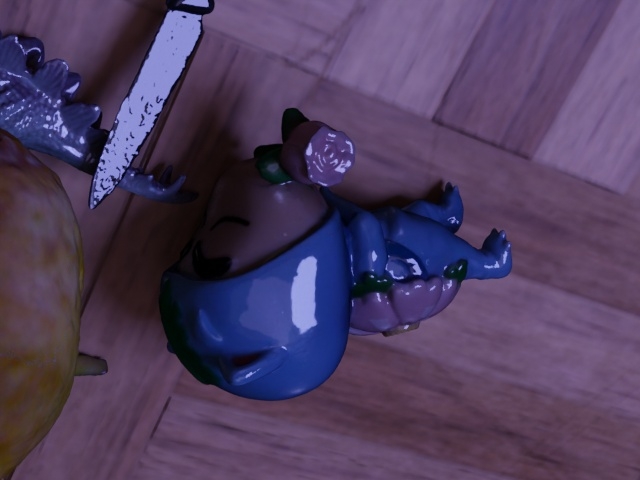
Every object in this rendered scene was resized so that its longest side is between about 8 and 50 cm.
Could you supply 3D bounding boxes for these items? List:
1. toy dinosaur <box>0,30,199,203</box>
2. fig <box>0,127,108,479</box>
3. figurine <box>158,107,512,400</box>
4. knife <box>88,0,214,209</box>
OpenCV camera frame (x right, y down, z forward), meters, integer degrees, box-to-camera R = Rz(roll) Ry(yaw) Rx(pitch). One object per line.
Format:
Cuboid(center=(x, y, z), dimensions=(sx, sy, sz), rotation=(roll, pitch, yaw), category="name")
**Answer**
Cuboid(center=(-0.142, -0.054, 0.518), dimensions=(0.208, 0.039, 0.082), rotation=(21, 107, -29), category="toy dinosaur")
Cuboid(center=(-0.154, 0.037, 0.488), dimensions=(0.159, 0.159, 0.257), rotation=(-34, 160, 4), category="fig")
Cuboid(center=(0.001, -0.002, 0.557), dimensions=(0.178, 0.114, 0.145), rotation=(-15, 114, -21), category="figurine")
Cuboid(center=(-0.068, -0.090, 0.514), dimensions=(0.023, 0.010, 0.170), rotation=(25, 94, -30), category="knife")
